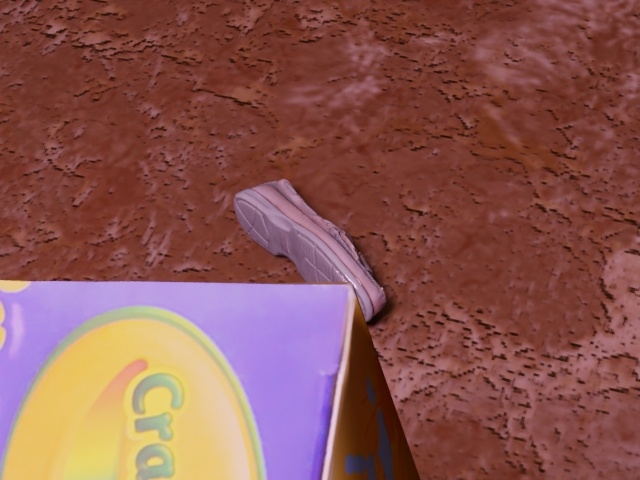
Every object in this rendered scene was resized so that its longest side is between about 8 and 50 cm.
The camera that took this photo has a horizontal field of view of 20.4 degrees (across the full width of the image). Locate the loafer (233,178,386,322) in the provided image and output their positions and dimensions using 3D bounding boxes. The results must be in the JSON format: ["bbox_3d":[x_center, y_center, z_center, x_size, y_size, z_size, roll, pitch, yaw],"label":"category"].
[{"bbox_3d":[0.000,0.000,1.033,0.039,0.045,0.125,-31,49,-25],"label":"loafer"}]

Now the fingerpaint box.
[{"bbox_3d":[-0.058,0.293,0.543,0.163,0.371,0.445,0,57,14],"label":"fingerpaint box"}]
